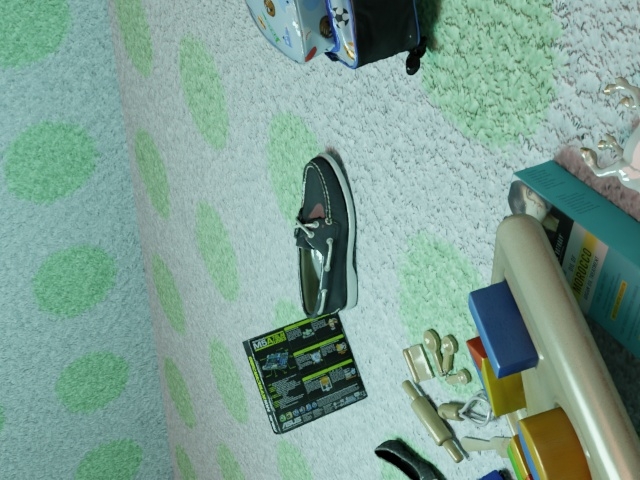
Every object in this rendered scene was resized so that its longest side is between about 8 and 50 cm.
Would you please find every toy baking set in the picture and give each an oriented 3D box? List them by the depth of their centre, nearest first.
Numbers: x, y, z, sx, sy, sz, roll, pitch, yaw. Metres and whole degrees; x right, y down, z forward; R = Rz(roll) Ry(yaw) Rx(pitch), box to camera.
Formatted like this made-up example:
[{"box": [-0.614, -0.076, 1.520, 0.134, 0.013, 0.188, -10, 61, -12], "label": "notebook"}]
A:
[{"box": [0.200, 0.253, 1.348, 0.256, 0.030, 0.197, 57, 152, 29], "label": "toy baking set"}]

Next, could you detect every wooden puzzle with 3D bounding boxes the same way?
[{"box": [0.239, 0.181, 0.994, 0.348, 0.080, 0.322, 82, 171, -64], "label": "wooden puzzle"}]

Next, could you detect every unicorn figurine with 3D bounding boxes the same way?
[{"box": [0.311, -0.085, 0.843, 0.111, 0.060, 0.162, 45, 145, 46], "label": "unicorn figurine"}]

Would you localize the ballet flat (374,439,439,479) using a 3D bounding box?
[{"box": [0.157, 0.404, 1.522, 0.173, 0.049, 0.057, 30, 133, 56], "label": "ballet flat"}]

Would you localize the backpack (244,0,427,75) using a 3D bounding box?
[{"box": [0.001, -0.362, 1.149, 0.263, 0.213, 0.276, -128, 26, -57], "label": "backpack"}]

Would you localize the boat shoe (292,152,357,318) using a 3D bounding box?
[{"box": [0.000, 0.000, 1.518, 0.114, 0.091, 0.302, 27, 130, 57], "label": "boat shoe"}]

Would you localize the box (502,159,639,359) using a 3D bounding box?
[{"box": [0.299, 0.019, 0.941, 0.244, 0.060, 0.100, 47, 146, 42], "label": "box"}]

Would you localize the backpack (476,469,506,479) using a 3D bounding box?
[{"box": [0.245, 0.419, 1.290, 0.120, 0.101, 0.098, 59, 160, 18], "label": "backpack"}]

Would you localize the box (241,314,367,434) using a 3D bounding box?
[{"box": [-0.028, 0.242, 1.627, 0.045, 0.191, 0.184, -31, 79, 64], "label": "box"}]
